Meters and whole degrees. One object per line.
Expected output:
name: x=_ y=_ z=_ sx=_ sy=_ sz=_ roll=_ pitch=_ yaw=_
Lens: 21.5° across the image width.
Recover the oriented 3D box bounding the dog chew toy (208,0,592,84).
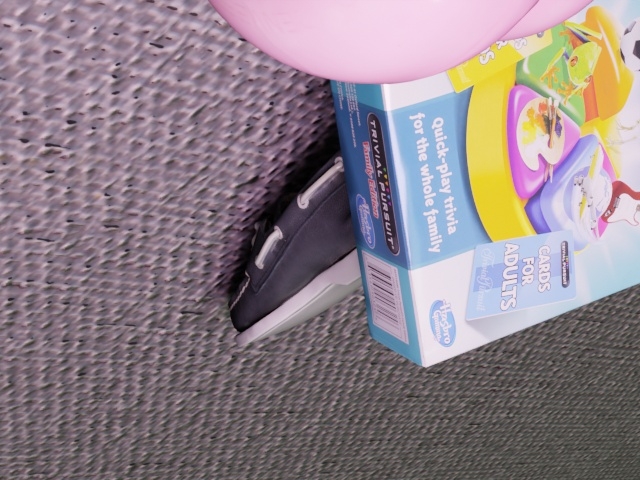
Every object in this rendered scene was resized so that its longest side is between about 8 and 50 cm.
dog chew toy: x=0.076 y=-0.193 z=0.881 sx=0.332 sy=0.207 sz=0.206 roll=-15 pitch=154 yaw=-50

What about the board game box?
board game box: x=0.176 y=-0.090 z=1.157 sx=0.336 sy=0.079 sz=0.254 roll=-19 pitch=113 yaw=-23

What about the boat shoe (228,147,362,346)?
boat shoe: x=0.000 y=0.000 z=1.308 sx=0.114 sy=0.091 sz=0.302 roll=-27 pitch=174 yaw=-37
